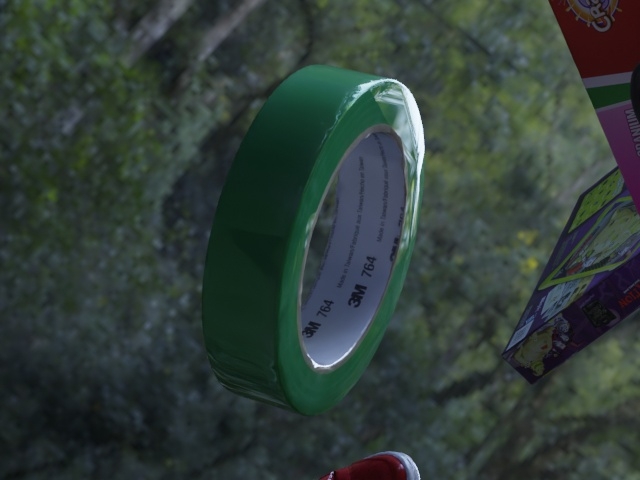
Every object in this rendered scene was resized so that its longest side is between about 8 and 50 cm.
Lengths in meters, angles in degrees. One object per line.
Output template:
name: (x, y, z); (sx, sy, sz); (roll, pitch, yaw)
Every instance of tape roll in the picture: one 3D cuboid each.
tape roll: (0.000, 0.000, 1.572); (0.077, 0.321, 0.321); (15, -32, 21)

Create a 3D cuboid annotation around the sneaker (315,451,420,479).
sneaker: (-0.020, 0.114, 0.683); (0.118, 0.042, 0.067); (-35, -42, 28)

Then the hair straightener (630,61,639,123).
hair straightener: (0.261, -0.083, 0.802); (0.230, 0.089, 0.047); (-5, -82, 18)

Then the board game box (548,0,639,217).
board game box: (0.236, -0.157, 1.132); (0.064, 0.242, 0.316); (-21, -87, 33)

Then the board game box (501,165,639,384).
board game box: (0.301, -0.013, 1.647); (0.056, 0.347, 0.208); (41, -55, -3)
